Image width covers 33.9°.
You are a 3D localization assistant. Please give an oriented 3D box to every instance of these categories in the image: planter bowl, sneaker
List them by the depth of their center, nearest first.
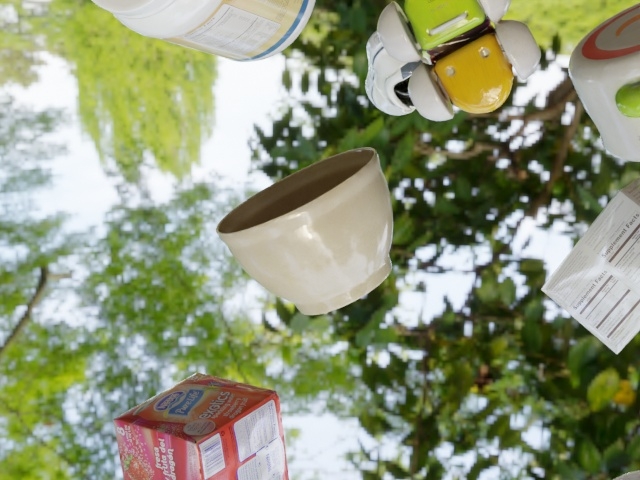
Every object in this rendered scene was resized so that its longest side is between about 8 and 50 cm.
[{"bbox_3d":[0.000,0.000,0.962,0.162,0.109,0.162,-25,-166,6],"label":"planter bowl"},{"bbox_3d":[0.119,-0.227,1.561,0.094,0.091,0.258,-28,164,4],"label":"sneaker"}]

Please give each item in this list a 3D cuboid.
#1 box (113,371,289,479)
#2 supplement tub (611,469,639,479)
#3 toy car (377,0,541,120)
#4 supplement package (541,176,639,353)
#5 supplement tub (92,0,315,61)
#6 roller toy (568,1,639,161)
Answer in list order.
[{"bbox_3d":[-0.113,0.284,1.098,0.123,0.256,0.128,7,-158,37],"label":"box"},{"bbox_3d":[0.507,0.526,1.529,0.236,0.235,0.325,-9,-136,-28],"label":"supplement tub"},{"bbox_3d":[0.167,-0.244,1.261,0.159,0.182,0.136,-26,-166,18],"label":"toy car"},{"bbox_3d":[0.481,0.009,1.542,0.145,0.204,0.262,43,-143,17],"label":"supplement package"},{"bbox_3d":[-0.108,-0.245,0.943,0.144,0.144,0.200,11,-176,30],"label":"supplement tub"},{"bbox_3d":[0.398,-0.186,1.201,0.209,0.146,0.191,-37,-158,-12],"label":"roller toy"}]
